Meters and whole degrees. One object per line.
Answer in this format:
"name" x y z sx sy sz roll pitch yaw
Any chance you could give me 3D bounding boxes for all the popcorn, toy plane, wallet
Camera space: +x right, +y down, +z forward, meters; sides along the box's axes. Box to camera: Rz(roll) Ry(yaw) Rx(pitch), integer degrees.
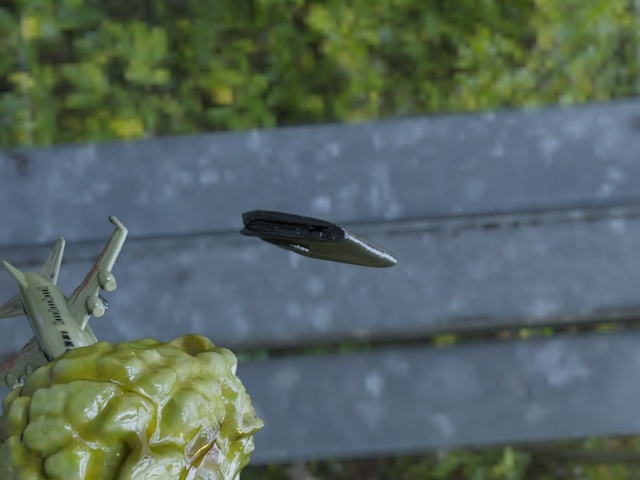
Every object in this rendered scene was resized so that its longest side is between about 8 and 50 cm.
"popcorn" -0.169 0.198 1.697 0.258 0.224 0.270 -80 158 -47
"toy plane" -0.258 0.087 1.954 0.092 0.229 0.244 40 4 -38
"wallet" 0.000 0.000 1.373 0.157 0.082 0.018 28 69 -75
